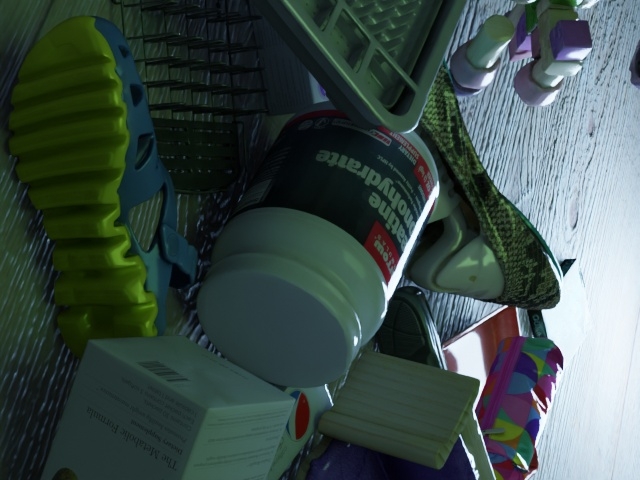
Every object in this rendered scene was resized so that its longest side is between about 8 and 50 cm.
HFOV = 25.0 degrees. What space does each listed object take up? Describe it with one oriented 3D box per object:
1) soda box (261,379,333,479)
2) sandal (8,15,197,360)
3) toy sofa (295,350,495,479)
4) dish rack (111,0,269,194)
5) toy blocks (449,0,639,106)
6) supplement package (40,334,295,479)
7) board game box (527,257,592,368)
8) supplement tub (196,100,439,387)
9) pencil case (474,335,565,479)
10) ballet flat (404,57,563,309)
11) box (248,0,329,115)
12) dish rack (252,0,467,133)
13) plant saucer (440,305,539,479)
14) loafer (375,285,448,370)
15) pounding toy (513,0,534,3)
[{"bbox_3d":[-0.068,0.201,1.498,0.216,0.069,0.074,-47,127,-50],"label":"soda box"},{"bbox_3d":[-0.185,-0.047,1.294,0.138,0.126,0.317,-37,127,-56],"label":"sandal"},{"bbox_3d":[0.115,0.307,1.633,0.177,0.150,0.362,-57,145,-31],"label":"toy sofa"},{"bbox_3d":[-0.121,-0.183,1.451,0.208,0.074,0.271,-4,90,-58],"label":"dish rack"},{"bbox_3d":[0.322,-0.321,2.040,0.260,0.309,0.288,121,-29,-66],"label":"toy blocks"},{"bbox_3d":[-0.145,0.219,1.219,0.134,0.139,0.244,4,109,-59],"label":"supplement package"},{"bbox_3d":[0.382,0.124,2.295,0.186,0.026,0.126,-43,122,-52],"label":"board game box"},{"bbox_3d":[0.000,0.000,1.516,0.191,0.191,0.272,63,38,-33],"label":"supplement tub"},{"bbox_3d":[0.252,0.227,1.910,0.104,0.104,0.236,65,35,-31],"label":"pencil case"},{"bbox_3d":[0.142,-0.053,1.819,0.182,0.164,0.483,-48,121,-31],"label":"ballet flat"},{"bbox_3d":[-0.045,-0.303,1.600,0.063,0.067,0.324,-27,109,-57],"label":"box"},{"bbox_3d":[0.027,-0.285,1.528,0.285,0.072,0.333,48,42,-23],"label":"dish rack"},{"bbox_3d":[0.218,0.236,1.989,0.258,0.048,0.259,-23,105,-57],"label":"plant saucer"},{"bbox_3d":[0.135,0.186,1.818,0.084,0.096,0.267,-28,108,-63],"label":"loafer"},{"bbox_3d":[0.155,-0.343,1.823,0.110,0.237,0.183,82,1,-64],"label":"pounding toy"}]
